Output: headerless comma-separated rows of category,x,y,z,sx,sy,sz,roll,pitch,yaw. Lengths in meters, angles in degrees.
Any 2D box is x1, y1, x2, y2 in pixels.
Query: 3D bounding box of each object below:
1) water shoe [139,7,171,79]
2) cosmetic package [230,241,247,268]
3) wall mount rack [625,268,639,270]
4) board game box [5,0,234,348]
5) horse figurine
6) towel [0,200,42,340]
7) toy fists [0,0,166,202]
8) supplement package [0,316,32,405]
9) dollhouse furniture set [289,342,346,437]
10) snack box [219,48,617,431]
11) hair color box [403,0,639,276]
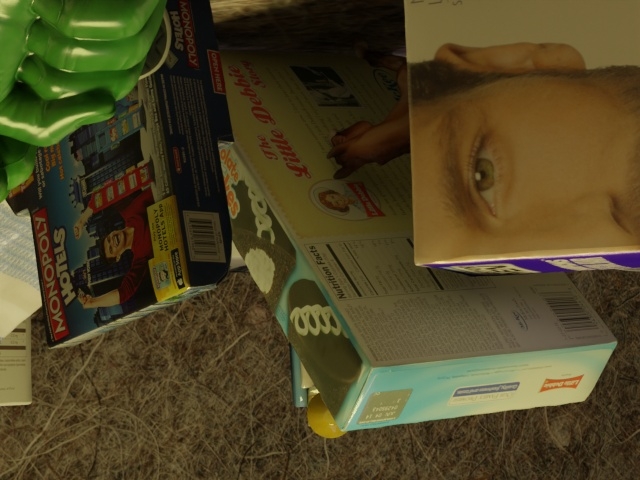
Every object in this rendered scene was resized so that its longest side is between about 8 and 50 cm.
water shoe,-0.185,-0.134,0.782,0.203,0.073,0.080,5,-167,-24
cosmetic package,-0.170,-0.005,2.088,0.377,0.098,0.284,0,172,-17
wall mount rack,0.550,-0.024,1.989,0.304,0.131,0.350,3,175,-9
board game box,-0.138,-0.036,0.891,0.060,0.194,0.194,3,162,-44
horse figurine,0.128,-0.097,0.943,0.263,0.066,0.174,1,-159,-6
towel,-0.215,-0.018,1.062,0.285,0.034,0.209,-35,151,9
toy fists,-0.178,-0.081,0.673,0.142,0.096,0.279,14,145,-40
supplement package,-0.388,0.016,1.214,0.199,0.263,0.198,-3,175,23
dollhouse furniture set,0.117,0.022,1.246,0.286,0.303,0.198,-1,176,-6
snack box,0.033,-0.017,0.931,0.187,0.322,0.060,-2,132,-31
hair color box,0.220,-0.082,0.757,0.338,0.185,0.110,-5,174,24
